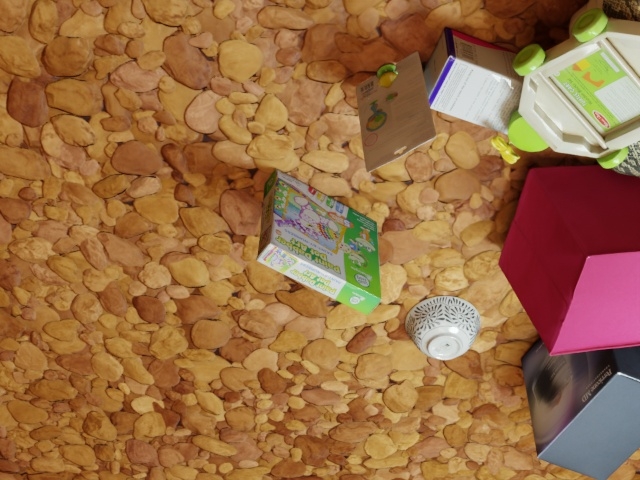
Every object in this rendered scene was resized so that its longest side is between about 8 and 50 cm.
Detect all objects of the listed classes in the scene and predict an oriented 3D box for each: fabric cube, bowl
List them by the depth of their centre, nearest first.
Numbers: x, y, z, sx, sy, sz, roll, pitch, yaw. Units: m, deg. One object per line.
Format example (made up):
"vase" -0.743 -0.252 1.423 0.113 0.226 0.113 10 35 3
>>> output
"fabric cube" 0.526 0.033 1.906 0.254 0.258 0.259 -4 131 -17
"bowl" 0.272 0.209 2.208 0.170 0.080 0.170 1 128 1

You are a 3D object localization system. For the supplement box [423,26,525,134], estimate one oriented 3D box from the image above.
"supplement box" 0.304 -0.276 1.792 0.220 0.111 0.114 17 128 -11

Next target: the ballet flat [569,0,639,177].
"ballet flat" 0.520 -0.307 1.749 0.182 0.164 0.483 8 135 27

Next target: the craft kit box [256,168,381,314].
"craft kit box" 0.000 0.000 1.941 0.249 0.247 0.061 27 126 -19

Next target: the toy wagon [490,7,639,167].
"toy wagon" 0.437 -0.234 1.681 0.344 0.068 0.267 -26 123 40

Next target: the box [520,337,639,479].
"box" 0.588 0.291 2.126 0.182 0.294 0.296 20 126 -14

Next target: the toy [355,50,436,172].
"toy" 0.139 -0.218 1.770 0.137 0.237 0.056 -28 135 22
